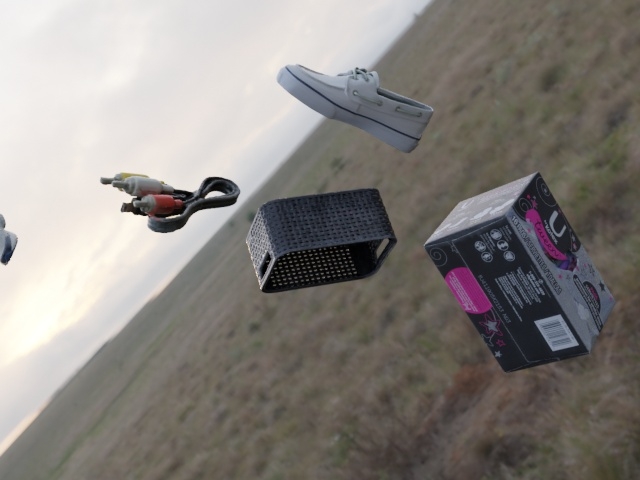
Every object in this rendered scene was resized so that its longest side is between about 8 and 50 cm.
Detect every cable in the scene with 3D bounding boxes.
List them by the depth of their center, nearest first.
[{"bbox_3d":[-0.224,-0.076,1.713,0.287,0.139,0.072,-11,-52,-46],"label":"cable"}]

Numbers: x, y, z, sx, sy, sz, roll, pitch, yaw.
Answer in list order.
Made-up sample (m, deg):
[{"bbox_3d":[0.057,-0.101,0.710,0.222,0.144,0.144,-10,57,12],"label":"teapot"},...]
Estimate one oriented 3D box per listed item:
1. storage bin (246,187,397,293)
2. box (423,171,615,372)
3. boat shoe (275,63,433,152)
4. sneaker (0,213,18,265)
[{"bbox_3d":[0.000,0.000,1.406,0.180,0.084,0.122,-7,-27,-22],"label":"storage bin"},{"bbox_3d":[0.304,0.049,1.526,0.163,0.247,0.142,-22,18,42],"label":"box"},{"bbox_3d":[0.049,-0.194,1.344,0.076,0.226,0.083,-57,33,19],"label":"boat shoe"},{"bbox_3d":[-0.504,-0.005,1.539,0.135,0.058,0.052,38,106,48],"label":"sneaker"}]
